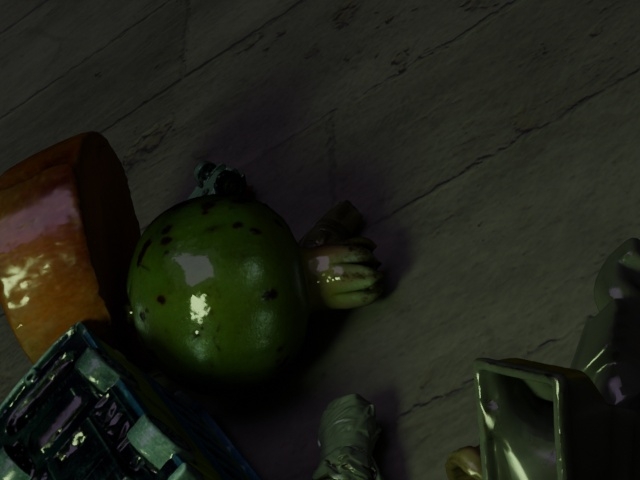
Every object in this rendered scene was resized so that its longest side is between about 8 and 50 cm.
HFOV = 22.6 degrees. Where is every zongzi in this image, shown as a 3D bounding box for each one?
[{"bbox_3d":[0.000,0.000,1.599,0.076,0.040,0.083,-55,15,-29],"label":"zongzi"}]

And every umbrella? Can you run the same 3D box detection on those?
[{"bbox_3d":[0.024,0.191,1.327,0.067,0.062,0.143,-6,39,3],"label":"umbrella"}]

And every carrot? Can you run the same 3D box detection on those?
[{"bbox_3d":[-0.228,0.028,1.596,0.100,0.307,0.258,-12,76,10],"label":"carrot"}]

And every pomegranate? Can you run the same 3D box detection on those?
[{"bbox_3d":[-0.064,0.045,1.496,0.248,0.202,0.202,-8,37,0],"label":"pomegranate"}]

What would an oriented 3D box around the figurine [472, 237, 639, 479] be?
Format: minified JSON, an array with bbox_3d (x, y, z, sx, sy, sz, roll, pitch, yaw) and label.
[{"bbox_3d":[0.250,0.138,0.957,0.167,0.285,0.342,-42,61,53],"label":"figurine"}]

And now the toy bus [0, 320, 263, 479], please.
[{"bbox_3d":[-0.156,0.214,1.369,0.152,0.190,0.312,-50,32,0],"label":"toy bus"}]

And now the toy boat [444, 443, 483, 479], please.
[{"bbox_3d":[0.153,0.188,1.061,0.061,0.188,0.116,-42,30,-13],"label":"toy boat"}]

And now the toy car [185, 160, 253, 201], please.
[{"bbox_3d":[-0.136,-0.021,1.753,0.143,0.054,0.073,-54,31,-8],"label":"toy car"}]
